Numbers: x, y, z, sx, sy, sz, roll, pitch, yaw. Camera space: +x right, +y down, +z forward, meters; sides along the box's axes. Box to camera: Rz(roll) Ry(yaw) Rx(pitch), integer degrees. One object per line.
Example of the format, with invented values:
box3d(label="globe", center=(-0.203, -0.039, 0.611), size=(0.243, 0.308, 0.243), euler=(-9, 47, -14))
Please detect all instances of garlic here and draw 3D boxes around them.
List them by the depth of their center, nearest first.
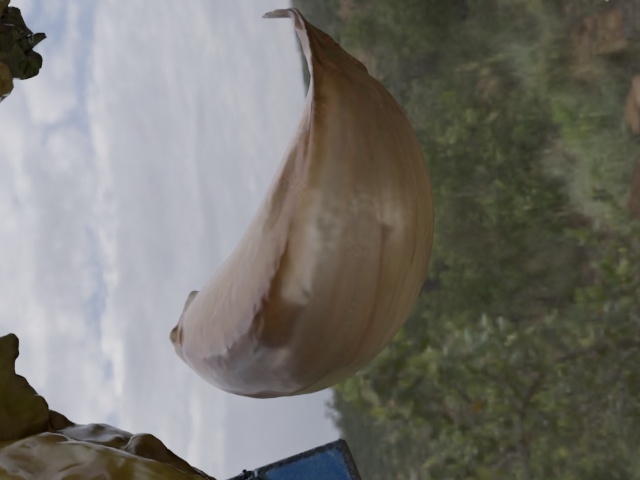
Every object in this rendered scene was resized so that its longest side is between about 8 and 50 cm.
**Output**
box3d(label="garlic", center=(0.006, 0.000, 0.540), size=(0.206, 0.115, 0.128), euler=(-69, 25, 18))

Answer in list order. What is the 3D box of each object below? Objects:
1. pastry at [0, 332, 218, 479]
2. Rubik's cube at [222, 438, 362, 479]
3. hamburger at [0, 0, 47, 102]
box3d(label="pastry", center=(-0.107, 0.190, 0.400), size=(0.240, 0.235, 0.132), euler=(-54, -22, -6))
box3d(label="Rubik's cube", center=(-0.046, 0.337, 0.979), size=(0.207, 0.205, 0.205), euler=(106, 144, -63))
box3d(label="hamburger", center=(-0.283, -0.128, 0.608), size=(0.206, 0.183, 0.130), euler=(34, -111, -73))
